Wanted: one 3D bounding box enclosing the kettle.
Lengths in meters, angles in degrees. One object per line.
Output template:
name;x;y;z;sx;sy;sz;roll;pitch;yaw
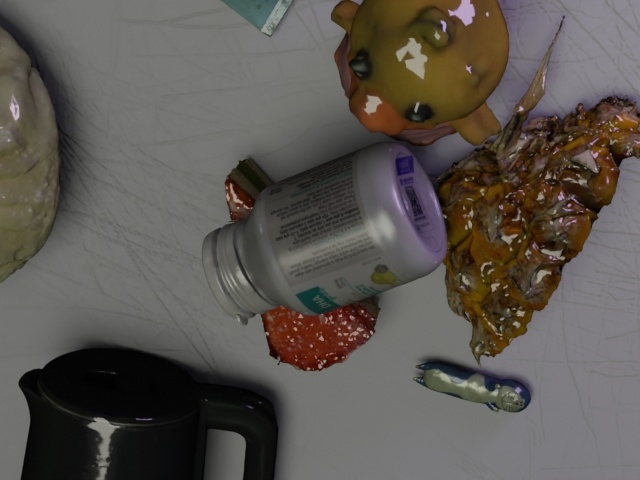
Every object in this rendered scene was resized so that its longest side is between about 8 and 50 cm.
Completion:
kettle;-0.205;0.297;1.976;0.262;0.203;0.308;17;112;19

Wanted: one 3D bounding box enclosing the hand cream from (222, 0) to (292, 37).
hand cream;-0.154;-0.321;1.787;0.312;0.070;0.111;32;112;-3

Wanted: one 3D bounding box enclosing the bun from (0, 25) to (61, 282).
bun;-0.450;-0.081;1.879;0.349;0.227;0.352;-39;95;27

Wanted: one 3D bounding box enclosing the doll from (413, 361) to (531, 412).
doll;0.158;0.152;1.911;0.125;0.027;0.037;13;122;11

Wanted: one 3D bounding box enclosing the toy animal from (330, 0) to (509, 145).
toy animal;0.096;-0.168;1.673;0.195;0.281;0.169;38;95;1

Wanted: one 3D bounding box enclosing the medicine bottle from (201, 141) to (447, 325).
medicine bottle;0.000;0.000;1.751;0.215;0.135;0.135;-21;104;21

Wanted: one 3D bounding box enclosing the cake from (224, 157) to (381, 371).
cake;-0.046;0.035;1.888;0.220;0.086;0.117;45;114;-6

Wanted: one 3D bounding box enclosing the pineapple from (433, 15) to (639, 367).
pineapple;0.184;-0.024;1.761;0.158;0.161;0.334;38;119;1
